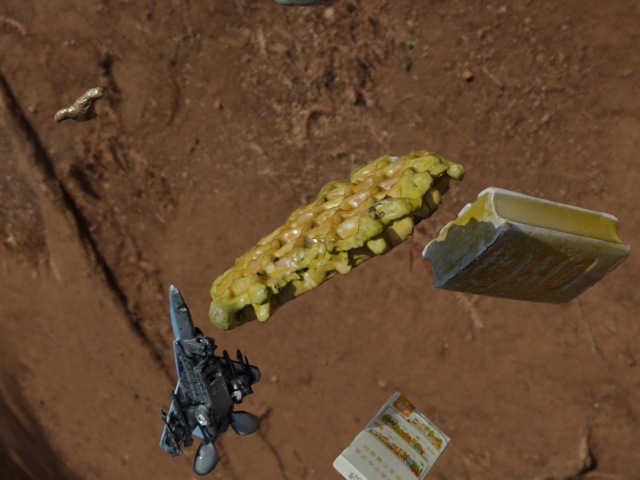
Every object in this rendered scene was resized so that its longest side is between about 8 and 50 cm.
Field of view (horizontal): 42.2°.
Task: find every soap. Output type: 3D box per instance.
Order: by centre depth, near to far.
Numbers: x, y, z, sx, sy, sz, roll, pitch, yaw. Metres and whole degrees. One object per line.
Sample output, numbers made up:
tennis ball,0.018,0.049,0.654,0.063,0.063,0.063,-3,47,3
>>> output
soap,0.310,0.017,1.248,0.173,0.274,0.089,-49,45,41

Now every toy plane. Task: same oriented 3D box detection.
toy plane,-0.142,0.162,1.017,0.078,0.169,0.247,20,130,36

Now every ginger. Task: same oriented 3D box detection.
ginger,-0.375,-0.206,1.317,0.048,0.097,0.030,35,-152,-61

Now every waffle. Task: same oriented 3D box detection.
waffle,0.008,-0.006,0.900,0.058,0.300,0.281,56,176,-12

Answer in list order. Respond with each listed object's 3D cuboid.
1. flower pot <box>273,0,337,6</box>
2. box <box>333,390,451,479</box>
flower pot,-0.005,-0.430,1.086,0.246,0.246,0.195,19,137,37
box,0.115,0.327,1.289,0.122,0.220,0.032,42,121,11
